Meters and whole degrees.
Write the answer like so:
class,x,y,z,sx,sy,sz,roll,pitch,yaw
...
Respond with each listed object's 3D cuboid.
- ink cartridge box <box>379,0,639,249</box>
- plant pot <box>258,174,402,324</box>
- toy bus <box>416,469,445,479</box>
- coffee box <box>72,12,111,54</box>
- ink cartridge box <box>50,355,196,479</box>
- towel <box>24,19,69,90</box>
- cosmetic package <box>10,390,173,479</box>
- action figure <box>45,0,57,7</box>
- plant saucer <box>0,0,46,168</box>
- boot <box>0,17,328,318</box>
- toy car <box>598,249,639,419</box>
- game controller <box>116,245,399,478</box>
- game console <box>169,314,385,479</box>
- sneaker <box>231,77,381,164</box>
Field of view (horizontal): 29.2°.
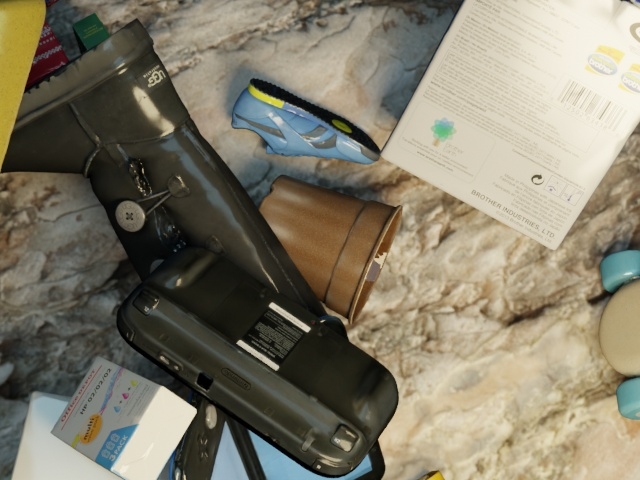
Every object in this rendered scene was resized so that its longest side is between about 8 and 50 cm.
class,x,y,z,sx,sy,sz,roll,pitch,yaw
ink cartridge box,0.289,-0.225,1.560,0.270,0.151,0.395,29,119,1
plant pot,0.000,0.000,1.596,0.165,0.167,0.167,24,77,8
toy bus,0.158,0.391,1.549,0.202,0.104,0.191,12,78,-2
coffee box,-0.263,-0.204,1.635,0.040,0.113,0.184,-32,81,-9
ink cartridge box,-0.230,0.197,1.367,0.061,0.181,0.104,41,73,-36
towel,-0.488,-0.297,1.678,0.199,0.031,0.275,-30,81,-10
cosmetic package,-0.284,0.390,1.489,0.217,0.156,0.385,14,76,-2
action figure,-0.376,-0.339,1.676,0.038,0.030,0.115,51,49,-6
plant saucer,-0.510,-0.162,1.511,0.333,0.081,0.333,9,81,38
boot,-0.236,-0.011,1.566,0.445,0.367,0.146,57,44,-14
toy car,0.515,0.122,1.621,0.238,0.210,0.219,15,61,-30
game controller,-0.066,0.128,1.369,0.319,0.067,0.166,34,40,9
game console,-0.039,0.278,1.452,0.173,0.293,0.250,-8,35,14
sneaker,-0.021,-0.142,1.675,0.209,0.069,0.082,24,110,-8
